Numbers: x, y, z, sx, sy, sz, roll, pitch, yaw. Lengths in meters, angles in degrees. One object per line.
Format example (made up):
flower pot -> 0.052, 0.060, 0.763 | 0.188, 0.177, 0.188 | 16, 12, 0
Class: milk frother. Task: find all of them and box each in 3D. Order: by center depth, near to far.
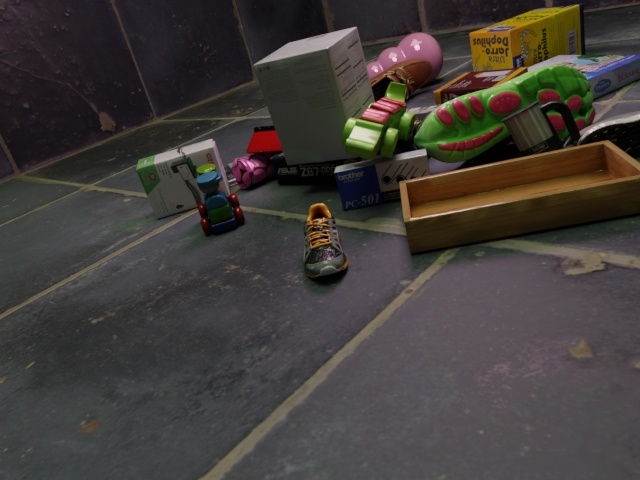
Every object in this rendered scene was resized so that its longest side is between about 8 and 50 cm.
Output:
milk frother -> 0.474, -0.231, 1.173 | 0.129, 0.134, 0.143 | -28, 5, 10

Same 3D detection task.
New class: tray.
tray -> 0.362, -0.084, 1.022 | 0.412, 0.076, 0.202 | -10, 25, 10

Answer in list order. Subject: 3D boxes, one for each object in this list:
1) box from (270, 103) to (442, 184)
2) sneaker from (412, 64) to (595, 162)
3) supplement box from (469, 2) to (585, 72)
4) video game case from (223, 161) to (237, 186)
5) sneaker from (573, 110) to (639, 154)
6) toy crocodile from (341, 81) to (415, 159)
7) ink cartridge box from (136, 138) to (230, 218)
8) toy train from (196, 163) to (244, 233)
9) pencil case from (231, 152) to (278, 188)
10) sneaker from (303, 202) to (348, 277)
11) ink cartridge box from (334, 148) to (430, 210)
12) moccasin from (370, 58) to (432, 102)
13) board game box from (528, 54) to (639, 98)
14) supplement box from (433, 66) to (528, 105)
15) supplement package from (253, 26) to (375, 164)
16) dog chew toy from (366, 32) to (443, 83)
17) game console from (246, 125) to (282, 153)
box -> 0.109, -0.261, 1.503 | 0.395, 0.097, 0.318 | 3, 31, 37
sneaker -> 0.438, -0.303, 1.301 | 0.484, 0.185, 0.202 | -11, 12, -14
supplement box -> 0.736, -0.691, 1.928 | 0.357, 0.195, 0.194 | -26, 27, -20
video game case -> -0.281, -0.208, 1.711 | 0.173, 0.022, 0.190 | -22, 26, -14
sneaker -> 0.668, -0.234, 1.133 | 0.272, 0.100, 0.108 | -11, 20, 10
toy crocodile -> 0.137, -0.269, 1.229 | 0.115, 0.105, 0.340 | 19, 34, 16
ink cartridge box -> -0.380, -0.175, 1.532 | 0.220, 0.160, 0.092 | -18, 26, -4
toy train -> -0.273, -0.132, 1.379 | 0.105, 0.143, 0.248 | -18, 31, -7
pencil case -> -0.163, -0.234, 1.605 | 0.209, 0.098, 0.095 | -33, 10, -35
sneaker -> 0.000, 0.000, 1.042 | 0.084, 0.083, 0.214 | -13, 26, 1
ink cartridge box -> 0.143, -0.135, 1.224 | 0.207, 0.097, 0.046 | -10, 25, 13
moccasin -> 0.259, -0.569, 2.015 | 0.380, 0.139, 0.147 | -23, 27, -16
board game box -> 0.745, -0.492, 1.660 | 0.319, 0.065, 0.318 | -25, 26, -20
supplement box -> 0.462, -0.397, 1.548 | 0.194, 0.129, 0.191 | 9, 35, 42
supplement package -> 0.002, -0.353, 1.344 | 0.200, 0.262, 0.198 | -2, 32, 29
dog chew toy -> 0.319, -0.697, 2.194 | 0.332, 0.206, 0.206 | -23, 25, 2
game console -> -0.123, -0.290, 1.578 | 0.144, 0.085, 0.124 | 3, 2, 29
